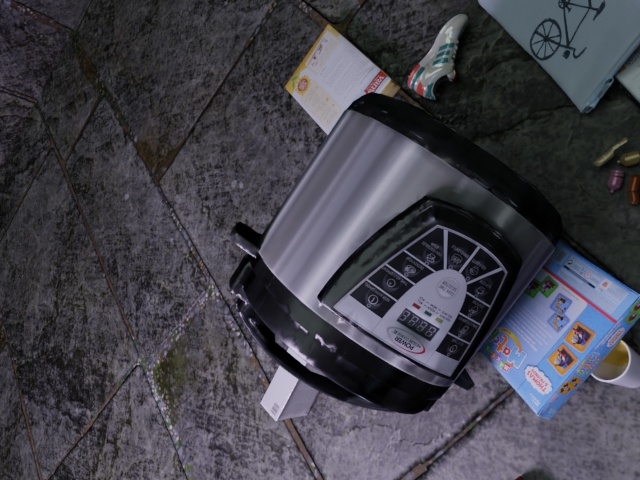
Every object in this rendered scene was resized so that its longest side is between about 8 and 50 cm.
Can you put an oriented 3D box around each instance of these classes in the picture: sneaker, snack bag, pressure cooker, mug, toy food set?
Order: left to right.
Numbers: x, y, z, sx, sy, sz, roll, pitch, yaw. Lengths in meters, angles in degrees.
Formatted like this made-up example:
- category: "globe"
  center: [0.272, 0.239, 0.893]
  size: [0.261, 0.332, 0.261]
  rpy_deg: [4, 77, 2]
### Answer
- category: "pressure cooker"
  center: [0.095, 0.048, 0.767]
  size: [0.370, 0.375, 0.420]
  rpy_deg: [41, 100, 33]
- category: "sneaker"
  center: [0.236, -0.337, 0.948]
  size: [0.075, 0.057, 0.161]
  rpy_deg: [42, 107, 18]
- category: "snack bag"
  center: [0.392, -0.418, 0.744]
  size: [0.343, 0.037, 0.323]
  rpy_deg: [65, 152, 29]
- category: "mug"
  center: [0.416, 0.165, 0.697]
  size: [0.062, 0.064, 0.078]
  rpy_deg: [-8, 58, 65]
- category: "toy food set"
  center: [0.465, -0.087, 0.740]
  size: [0.078, 0.019, 0.122]
  rpy_deg: [-44, 66, 24]

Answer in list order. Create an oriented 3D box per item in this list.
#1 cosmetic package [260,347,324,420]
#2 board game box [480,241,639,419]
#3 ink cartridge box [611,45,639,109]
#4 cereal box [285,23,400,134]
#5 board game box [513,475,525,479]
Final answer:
- category: "cosmetic package"
  center: [-0.022, 0.238, 1.008]
  size: [0.060, 0.099, 0.239]
  rpy_deg: [35, 103, 39]
- category: "board game box"
  center: [0.342, 0.125, 0.745]
  size: [0.211, 0.039, 0.160]
  rpy_deg: [-57, 30, 15]
- category: "ink cartridge box"
  center: [0.545, -0.231, 0.684]
  size: [0.206, 0.045, 0.208]
  rpy_deg: [-39, 60, 26]
- category: "cereal box"
  center: [0.040, -0.331, 1.096]
  size: [0.173, 0.047, 0.240]
  rpy_deg: [-49, 57, 20]
- category: "board game box"
  center: [0.297, 0.478, 0.747]
  size: [0.146, 0.045, 0.194]
  rpy_deg: [37, 105, 36]
